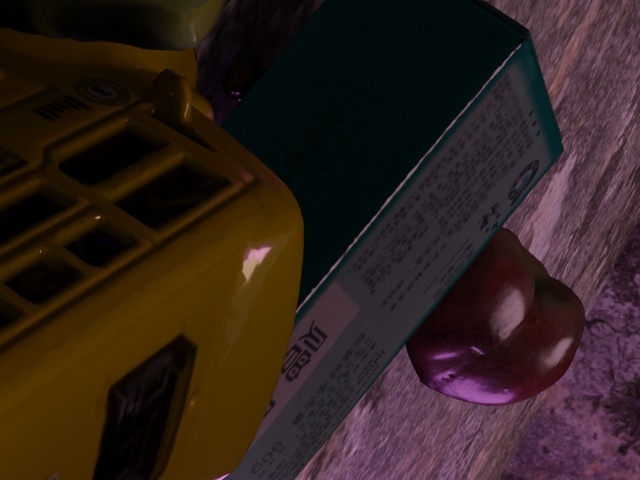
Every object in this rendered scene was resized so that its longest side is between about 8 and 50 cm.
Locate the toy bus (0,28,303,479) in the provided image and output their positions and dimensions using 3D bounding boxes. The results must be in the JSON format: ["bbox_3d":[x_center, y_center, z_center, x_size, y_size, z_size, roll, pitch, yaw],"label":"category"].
[{"bbox_3d":[-0.114,0.035,0.409,0.331,0.151,0.145,-37,147,-55],"label":"toy bus"}]

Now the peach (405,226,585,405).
[{"bbox_3d":[0.140,0.072,1.284,0.152,0.152,0.152,-54,162,-27],"label":"peach"}]

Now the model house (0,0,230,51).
[{"bbox_3d":[-0.054,-0.168,0.372,0.194,0.170,0.211,-66,-167,-14],"label":"model house"}]

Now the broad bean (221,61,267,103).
[{"bbox_3d":[0.001,-0.042,0.835,0.060,0.043,0.297,-48,161,-8],"label":"broad bean"}]

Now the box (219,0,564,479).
[{"bbox_3d":[0.000,0.000,0.717,0.245,0.092,0.153,-51,157,-5],"label":"box"}]
